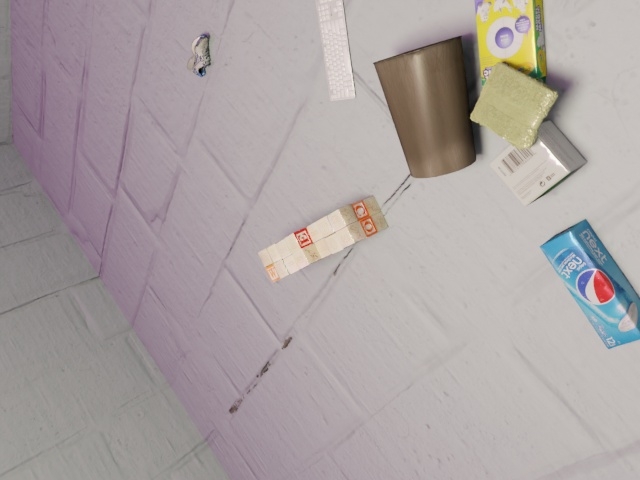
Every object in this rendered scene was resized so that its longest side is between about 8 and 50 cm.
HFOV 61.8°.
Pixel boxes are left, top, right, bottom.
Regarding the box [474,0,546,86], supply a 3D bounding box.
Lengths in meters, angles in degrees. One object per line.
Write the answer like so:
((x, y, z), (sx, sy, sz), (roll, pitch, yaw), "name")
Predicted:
((0.324, -0.338, 0.912), (0.105, 0.043, 0.179), (5, 114, 45), "box")

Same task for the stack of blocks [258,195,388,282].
((0.000, 0.000, 1.317), (0.297, 0.171, 0.087), (-27, 89, 49), "stack of blocks")

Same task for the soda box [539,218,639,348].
((0.478, 0.075, 0.925), (0.210, 0.071, 0.067), (58, 139, 8), "soda box")

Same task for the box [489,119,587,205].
((0.374, -0.133, 0.922), (0.102, 0.087, 0.101), (54, 137, 12), "box")

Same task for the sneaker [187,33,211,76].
((-0.334, -0.522, 1.516), (0.058, 0.052, 0.135), (45, 143, 8), "sneaker")

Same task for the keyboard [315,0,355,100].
((0.032, -0.444, 1.188), (0.072, 0.014, 0.256), (8, 114, 44), "keyboard")

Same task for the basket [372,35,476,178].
((0.204, -0.244, 1.002), (0.204, 0.154, 0.227), (-133, 24, -71), "basket")

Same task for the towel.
((0.316, -0.224, 0.884), (0.148, 0.027, 0.110), (52, 131, 47), "towel")
